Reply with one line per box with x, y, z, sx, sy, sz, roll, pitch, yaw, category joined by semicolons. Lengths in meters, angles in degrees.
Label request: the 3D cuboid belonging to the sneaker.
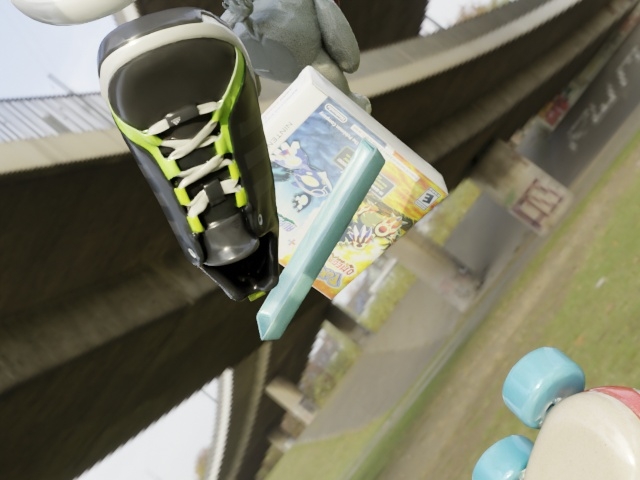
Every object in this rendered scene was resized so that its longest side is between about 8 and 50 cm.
-0.058;-0.037;0.581;0.084;0.097;0.234;-24;-29;-3;sneaker

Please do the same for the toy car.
0.307;0.215;0.898;0.238;0.219;0.210;-8;-56;-31;toy car

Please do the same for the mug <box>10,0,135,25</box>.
-0.254;-0.403;1.105;0.276;0.328;0.374;54;-148;-60;mug

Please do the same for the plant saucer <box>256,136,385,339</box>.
0.000;0.000;0.859;0.192;0.018;0.067;-58;13;8;plant saucer

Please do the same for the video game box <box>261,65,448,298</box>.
0.000;-0.055;1.055;0.187;0.205;0.048;-43;27;24;video game box

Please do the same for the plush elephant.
-0.045;-0.387;1.604;0.255;0.272;0.330;-67;-28;-24;plush elephant
